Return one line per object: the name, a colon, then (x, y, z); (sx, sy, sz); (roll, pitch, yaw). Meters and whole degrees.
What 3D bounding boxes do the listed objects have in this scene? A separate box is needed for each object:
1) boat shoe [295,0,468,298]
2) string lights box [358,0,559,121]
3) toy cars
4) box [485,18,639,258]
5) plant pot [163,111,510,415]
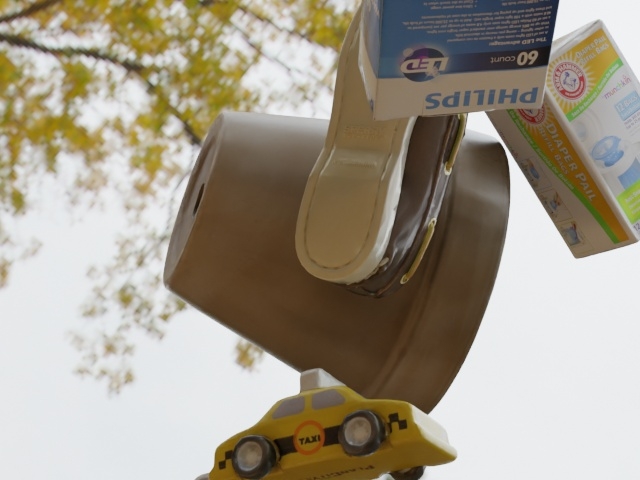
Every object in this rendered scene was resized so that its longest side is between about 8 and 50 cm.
boat shoe: (0.076, -0.109, 1.201); (0.117, 0.324, 0.097); (12, -9, 37)
string lights box: (0.101, -0.209, 0.966); (0.133, 0.076, 0.259); (-5, -45, -8)
toy cars: (-0.033, 0.196, 1.183); (0.176, 0.087, 0.393); (8, -29, -22)
box: (0.269, -0.100, 1.383); (0.203, 0.114, 0.103); (58, -27, -5)
plant pot: (0.000, 0.000, 1.409); (0.280, 0.323, 0.323); (19, -38, -11)
